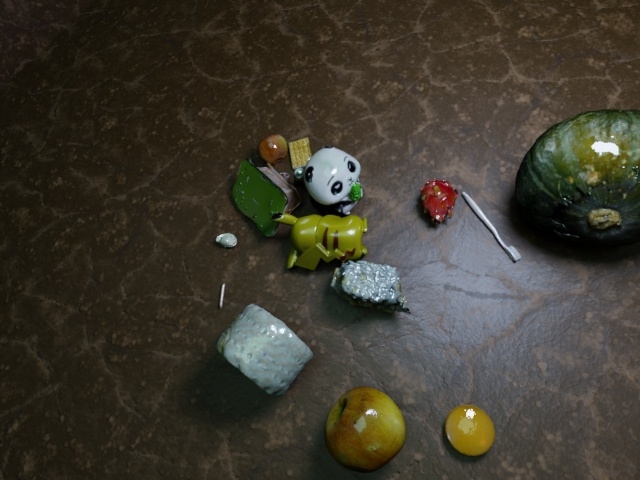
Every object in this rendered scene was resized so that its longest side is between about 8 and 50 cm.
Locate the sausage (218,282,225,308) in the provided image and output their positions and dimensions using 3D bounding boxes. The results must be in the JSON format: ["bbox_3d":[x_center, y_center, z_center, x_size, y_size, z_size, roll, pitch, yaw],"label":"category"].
[{"bbox_3d":[-0.368,0.206,1.579,0.015,0.015,0.100,-1,70,11],"label":"sausage"}]

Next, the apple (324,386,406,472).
[{"bbox_3d":[0.135,0.558,1.247,0.208,0.237,0.237,40,81,-6],"label":"apple"}]

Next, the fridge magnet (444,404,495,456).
[{"bbox_3d":[0.445,0.567,1.266,0.143,0.063,0.142,-4,70,11],"label":"fridge magnet"}]

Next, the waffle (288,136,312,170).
[{"bbox_3d":[-0.080,-0.353,1.723,0.092,0.021,0.134,-15,68,5],"label":"waffle"}]

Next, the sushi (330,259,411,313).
[{"bbox_3d":[0.171,0.154,1.403,0.274,0.184,0.139,10,74,12],"label":"sushi"}]

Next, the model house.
[{"bbox_3d":[-0.191,-0.169,1.636,0.294,0.154,0.207,44,126,30],"label":"model house"}]

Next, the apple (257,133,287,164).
[{"bbox_3d":[-0.189,-0.364,1.695,0.126,0.126,0.102,-32,84,-2],"label":"apple"}]

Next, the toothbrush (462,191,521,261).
[{"bbox_3d":[0.596,-0.056,1.484,0.030,0.025,0.307,-28,68,-9],"label":"toothbrush"}]

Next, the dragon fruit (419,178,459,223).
[{"bbox_3d":[0.417,-0.144,1.493,0.136,0.133,0.165,6,70,6],"label":"dragon fruit"}]

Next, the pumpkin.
[{"bbox_3d":[0.831,-0.172,1.266,0.455,0.454,0.343,5,55,13],"label":"pumpkin"}]

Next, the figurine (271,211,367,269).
[{"bbox_3d":[0.007,0.000,1.505,0.327,0.169,0.218,5,113,20],"label":"figurine"}]

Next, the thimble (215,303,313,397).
[{"bbox_3d":[-0.184,0.344,1.355,0.292,0.291,0.195,36,74,20],"label":"thimble"}]

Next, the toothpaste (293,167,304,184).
[{"bbox_3d":[-0.078,-0.240,1.578,0.060,0.233,0.038,-39,93,-1],"label":"toothpaste"}]

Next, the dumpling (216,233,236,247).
[{"bbox_3d":[-0.360,-0.003,1.641,0.077,0.043,0.059,0,52,27],"label":"dumpling"}]

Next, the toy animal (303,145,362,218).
[{"bbox_3d":[0.054,-0.203,1.517,0.213,0.266,0.212,-2,69,5],"label":"toy animal"}]
